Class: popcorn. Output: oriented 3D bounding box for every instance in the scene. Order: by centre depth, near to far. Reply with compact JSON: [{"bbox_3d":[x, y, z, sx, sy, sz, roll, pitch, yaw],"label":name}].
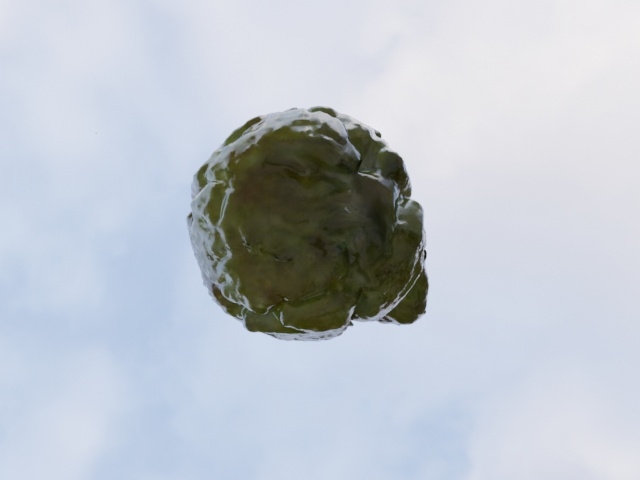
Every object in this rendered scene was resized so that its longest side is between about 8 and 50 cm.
[{"bbox_3d":[0.000,0.000,0.841,0.212,0.198,0.198,25,-90,-41],"label":"popcorn"}]
